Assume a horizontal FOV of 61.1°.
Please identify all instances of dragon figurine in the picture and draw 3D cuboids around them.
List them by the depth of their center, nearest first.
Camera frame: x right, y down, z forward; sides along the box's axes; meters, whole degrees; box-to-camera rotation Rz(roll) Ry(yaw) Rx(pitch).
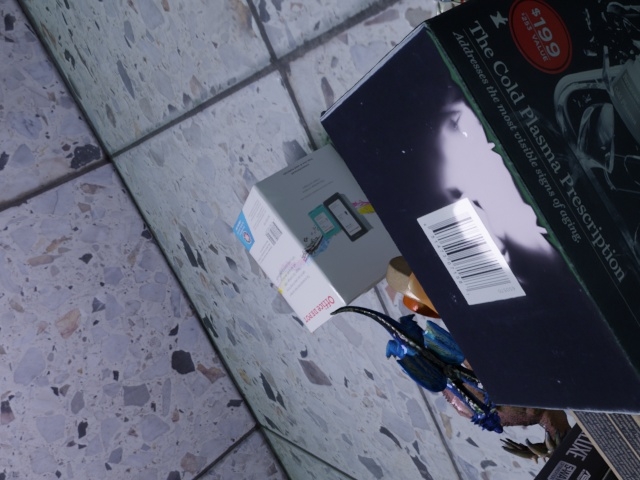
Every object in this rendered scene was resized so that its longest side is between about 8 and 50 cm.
[{"bbox_3d":[0.158,0.169,0.801,0.289,0.085,0.144,38,175,-5],"label":"dragon figurine"}]

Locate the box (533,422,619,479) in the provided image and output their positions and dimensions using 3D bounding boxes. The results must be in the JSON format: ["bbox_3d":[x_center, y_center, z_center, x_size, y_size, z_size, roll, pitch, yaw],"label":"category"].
[{"bbox_3d":[0.426,0.383,0.772,0.076,0.242,0.307,8,125,53],"label":"box"}]

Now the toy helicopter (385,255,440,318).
[{"bbox_3d":[0.261,0.092,0.775,0.355,0.235,0.140,19,104,23],"label":"toy helicopter"}]

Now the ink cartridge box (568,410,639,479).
[{"bbox_3d":[0.388,0.149,0.603,0.193,0.234,0.088,54,150,2],"label":"ink cartridge box"}]

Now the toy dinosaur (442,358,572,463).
[{"bbox_3d":[0.286,0.257,0.861,0.295,0.200,0.127,7,144,24],"label":"toy dinosaur"}]

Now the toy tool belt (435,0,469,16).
[{"bbox_3d":[0.172,-0.308,0.664,0.051,0.052,0.083,9,137,12],"label":"toy tool belt"}]

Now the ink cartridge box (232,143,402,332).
[{"bbox_3d":[0.000,0.000,1.058,0.270,0.197,0.198,52,150,7],"label":"ink cartridge box"}]

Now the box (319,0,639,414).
[{"bbox_3d":[0.234,-0.069,0.533,0.343,0.312,0.179,57,150,-4],"label":"box"}]
